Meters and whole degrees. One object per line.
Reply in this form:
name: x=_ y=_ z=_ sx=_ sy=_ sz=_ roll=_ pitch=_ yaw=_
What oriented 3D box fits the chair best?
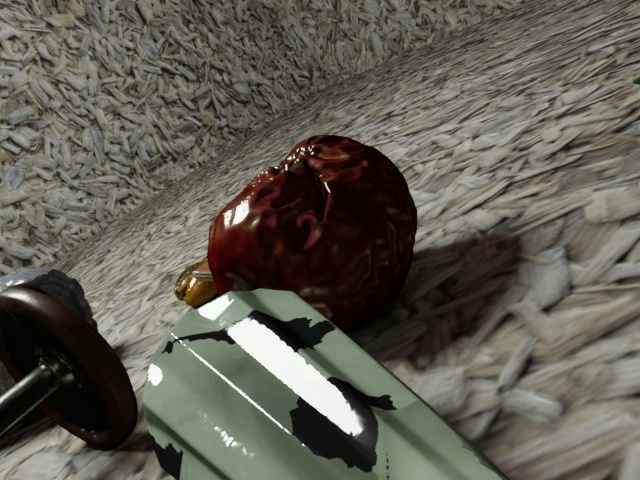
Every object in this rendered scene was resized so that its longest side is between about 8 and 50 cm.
chair: x=-0.352 y=0.200 z=0.675 sx=0.227 sy=0.226 sz=0.401 roll=-15 pitch=21 yaw=43

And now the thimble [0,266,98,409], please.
thimble: x=-0.462 y=0.156 z=1.036 sx=0.172 sy=0.205 sz=0.236 roll=-19 pitch=16 yaw=17

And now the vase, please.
vase: x=0.008 y=0.129 z=0.390 sx=0.165 sy=0.165 sz=0.360 roll=-35 pitch=20 yaw=-18

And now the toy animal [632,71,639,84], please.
toy animal: x=0.433 y=-0.212 z=0.729 sx=0.125 sy=0.127 sz=0.251 roll=-34 pitch=12 yaw=-3

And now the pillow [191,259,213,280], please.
pillow: x=-0.106 y=0.012 z=1.096 sx=0.126 sy=0.043 sz=0.232 roll=3 pitch=25 yaw=18

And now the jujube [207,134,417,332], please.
jujube: x=0.000 y=0.000 z=0.724 sx=0.213 sy=0.213 sz=0.232 roll=-18 pitch=24 yaw=38

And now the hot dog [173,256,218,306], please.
hot dog: x=-0.182 y=0.053 z=1.128 sx=0.140 sy=0.060 sz=0.090 roll=-35 pitch=20 yaw=-32
